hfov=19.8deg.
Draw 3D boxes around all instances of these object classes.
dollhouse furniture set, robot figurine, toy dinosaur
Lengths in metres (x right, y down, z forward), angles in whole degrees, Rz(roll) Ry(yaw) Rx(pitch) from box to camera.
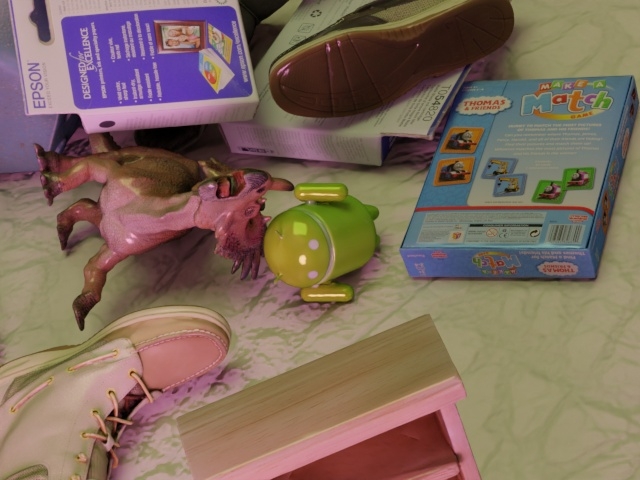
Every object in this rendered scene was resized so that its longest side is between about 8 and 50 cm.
[{"bbox_3d":[0.077,0.279,1.059,0.362,0.256,0.394,-23,41,-1],"label":"dollhouse furniture set"},{"bbox_3d":[0.000,0.000,1.512,0.067,0.101,0.115,13,22,39],"label":"robot figurine"},{"bbox_3d":[-0.135,-0.036,1.595,0.200,0.127,0.296,-14,24,-7],"label":"toy dinosaur"}]

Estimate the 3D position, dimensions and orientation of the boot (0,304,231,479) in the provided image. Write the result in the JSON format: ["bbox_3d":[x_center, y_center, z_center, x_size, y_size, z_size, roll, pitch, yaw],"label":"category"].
[{"bbox_3d":[-0.166,0.145,1.440,0.213,0.077,0.165,-19,40,11],"label":"boot"}]

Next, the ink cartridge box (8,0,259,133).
[{"bbox_3d":[-0.173,-0.193,1.631,0.208,0.045,0.206,-4,62,-16],"label":"ink cartridge box"}]

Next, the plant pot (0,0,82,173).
[{"bbox_3d":[-0.320,-0.209,1.745,0.252,0.248,0.247,29,55,1],"label":"plant pot"}]

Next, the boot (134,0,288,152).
[{"bbox_3d":[-0.086,-0.192,1.723,0.189,0.076,0.208,-45,9,47],"label":"boot"}]

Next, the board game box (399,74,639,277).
[{"bbox_3d":[0.170,-0.056,1.538,0.160,0.039,0.211,0,46,24],"label":"board game box"}]

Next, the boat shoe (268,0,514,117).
[{"bbox_3d":[0.057,-0.173,1.608,0.223,0.080,0.073,-20,34,-5],"label":"boat shoe"}]

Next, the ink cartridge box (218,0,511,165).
[{"bbox_3d":[0.051,-0.158,1.687,0.224,0.045,0.223,6,47,32],"label":"ink cartridge box"}]
